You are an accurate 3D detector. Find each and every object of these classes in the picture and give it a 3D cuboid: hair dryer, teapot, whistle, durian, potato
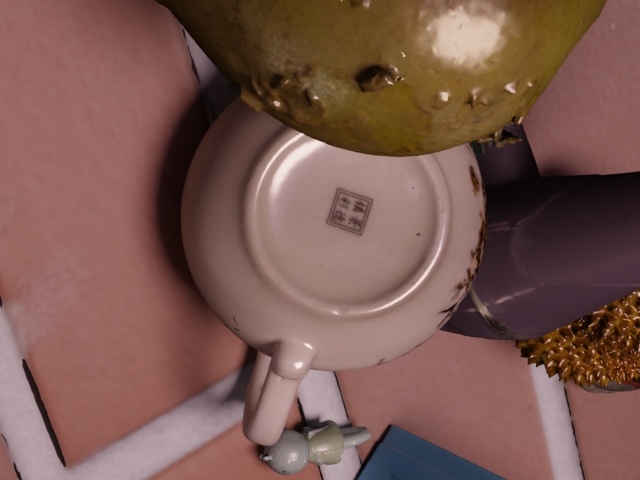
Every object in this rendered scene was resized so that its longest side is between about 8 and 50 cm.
[{"bbox_3d":[0.150,-0.114,1.109,0.121,0.301,0.361,-11,85,-42],"label":"hair dryer"},{"bbox_3d":[0.000,0.000,1.070,0.208,0.166,0.299,20,98,-18],"label":"teapot"},{"bbox_3d":[-0.004,0.156,1.175,0.100,0.035,0.035,-8,108,-36],"label":"whistle"},{"bbox_3d":[0.221,0.042,1.242,0.137,0.168,0.158,-12,136,-59],"label":"durian"},{"bbox_3d":[0.001,-0.202,0.924,0.359,0.219,0.269,32,48,-14],"label":"potato"}]

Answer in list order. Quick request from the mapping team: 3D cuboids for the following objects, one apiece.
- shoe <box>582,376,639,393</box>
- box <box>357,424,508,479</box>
[{"bbox_3d":[0.328,0.088,1.351,0.228,0.125,0.099,-18,116,-34],"label":"shoe"},{"bbox_3d":[0.148,0.249,1.247,0.232,0.142,0.083,38,80,-38],"label":"box"}]
